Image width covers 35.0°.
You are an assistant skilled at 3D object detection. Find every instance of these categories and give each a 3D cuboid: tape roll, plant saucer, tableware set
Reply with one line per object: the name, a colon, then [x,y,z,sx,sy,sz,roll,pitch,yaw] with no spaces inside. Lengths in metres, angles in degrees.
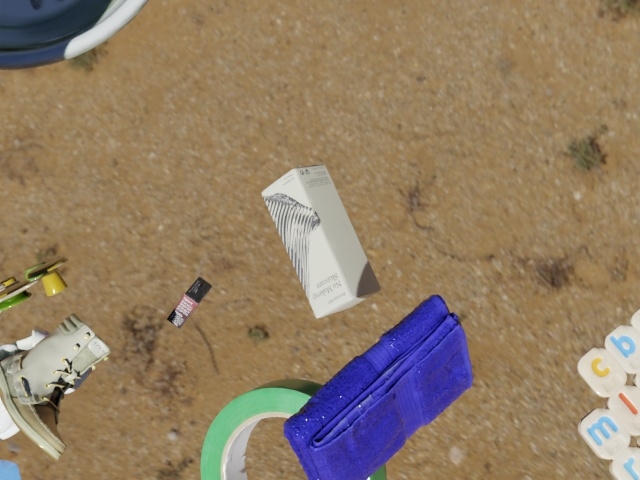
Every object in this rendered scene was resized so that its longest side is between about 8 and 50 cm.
tape roll: [-0.048,0.400,1.730,0.321,0.077,0.321,3,96,25]
plant saucer: [-0.391,-0.386,1.353,0.401,0.100,0.400,0,70,1]
tableware set: [-0.305,0.048,1.064,0.104,0.024,0.154,-30,13,-27]

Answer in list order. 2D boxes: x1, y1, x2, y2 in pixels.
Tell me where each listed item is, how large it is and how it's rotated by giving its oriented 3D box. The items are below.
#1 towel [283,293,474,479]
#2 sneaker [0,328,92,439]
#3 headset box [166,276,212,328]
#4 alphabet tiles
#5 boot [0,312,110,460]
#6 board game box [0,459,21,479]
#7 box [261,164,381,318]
towel: [0.101,0.248,1.508,0.308,0.227,0.076,-38,46,-16]
sneaker: [-0.540,0.242,1.772,0.305,0.152,0.114,-37,45,22]
headset box: [-0.228,0.107,1.783,0.032,0.062,0.083,36,126,-2]
alphabet tiles: [0.523,0.245,1.504,0.284,0.021,0.278,-36,80,-15]
boot: [-0.375,0.205,1.469,0.165,0.077,0.213,-36,44,-13]
board game box: [-0.440,0.389,1.392,0.133,0.033,0.168,-33,62,17]
box: [0.000,0.000,1.943,0.113,0.094,0.275,-34,75,40]
